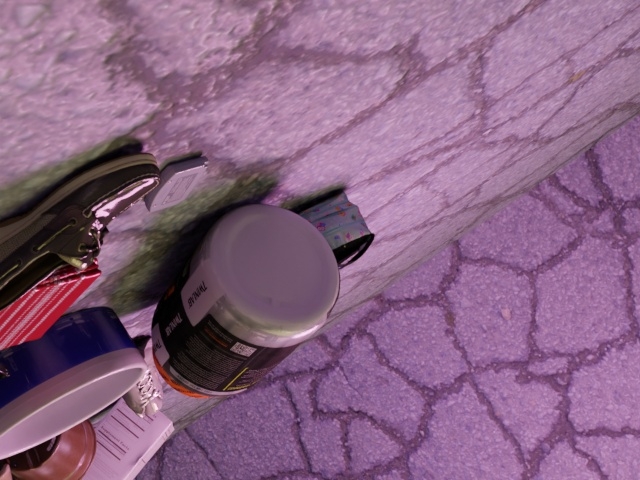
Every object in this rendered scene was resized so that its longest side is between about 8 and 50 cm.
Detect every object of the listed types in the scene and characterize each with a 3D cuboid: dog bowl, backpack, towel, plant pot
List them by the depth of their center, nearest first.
[{"bbox_3d":[-0.394,0.095,0.859,0.275,0.031,0.199,-16,162,-50],"label":"towel"},{"bbox_3d":[-0.396,0.211,1.150,0.265,0.104,0.265,-31,168,-7],"label":"dog bowl"},{"bbox_3d":[0.000,0.000,1.306,0.182,0.115,0.152,-27,179,-30],"label":"backpack"},{"bbox_3d":[-0.498,0.356,1.377,0.167,0.167,0.165,-30,161,-13],"label":"plant pot"}]

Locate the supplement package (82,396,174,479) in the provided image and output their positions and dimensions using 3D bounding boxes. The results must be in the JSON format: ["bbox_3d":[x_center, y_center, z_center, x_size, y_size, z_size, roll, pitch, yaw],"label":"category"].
[{"bbox_3d":[-0.477,0.494,1.850,0.244,0.134,0.139,-50,173,-22],"label":"supplement package"}]

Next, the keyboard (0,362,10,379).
[{"bbox_3d":[-0.485,0.180,0.955,0.192,0.038,0.100,-20,155,-6],"label":"keyboard"}]

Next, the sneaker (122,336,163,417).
[{"bbox_3d":[-0.342,0.274,1.513,0.099,0.121,0.262,-29,168,-22],"label":"sneaker"}]

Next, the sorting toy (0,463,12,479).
[{"bbox_3d":[-0.627,0.451,1.294,0.229,0.041,0.307,-19,160,-27],"label":"sorting toy"}]

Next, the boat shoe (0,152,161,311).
[{"bbox_3d":[-0.243,-0.002,0.743,0.223,0.073,0.080,-31,169,-7],"label":"boat shoe"}]

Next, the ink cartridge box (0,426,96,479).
[{"bbox_3d":[-0.650,0.523,1.893,0.175,0.069,0.371,-32,171,-7],"label":"ink cartridge box"}]

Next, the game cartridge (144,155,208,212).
[{"bbox_3d":[-0.162,-0.062,0.862,0.056,0.017,0.083,-27,168,-43],"label":"game cartridge"}]

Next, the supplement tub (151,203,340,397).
[{"bbox_3d":[-0.130,0.108,1.176,0.207,0.207,0.338,-23,165,-38],"label":"supplement tub"}]
